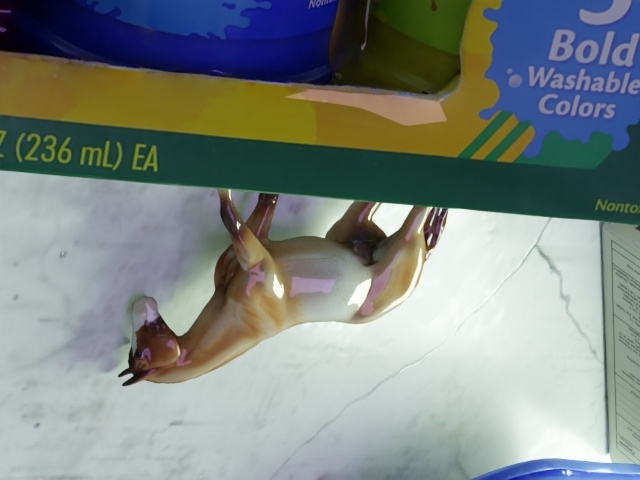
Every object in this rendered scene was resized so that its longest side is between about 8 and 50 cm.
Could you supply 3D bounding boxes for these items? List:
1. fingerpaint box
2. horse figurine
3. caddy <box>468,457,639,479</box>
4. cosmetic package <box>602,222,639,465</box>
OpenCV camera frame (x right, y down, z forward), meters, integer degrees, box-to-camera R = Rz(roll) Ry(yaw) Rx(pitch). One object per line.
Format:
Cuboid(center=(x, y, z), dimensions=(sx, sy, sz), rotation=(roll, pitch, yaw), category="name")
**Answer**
Cuboid(center=(-0.038, -0.214, 0.681), dimensions=(0.444, 0.163, 0.371), rotation=(5, 118, -14), category="fingerpaint box")
Cuboid(center=(0.000, 0.000, 1.113), dimensions=(0.263, 0.066, 0.174), rotation=(-12, 120, -37), category="horse figurine")
Cuboid(center=(0.156, 0.278, 1.396), dimensions=(0.241, 0.179, 0.341), rotation=(-43, 147, 26), category="caddy")
Cuboid(center=(0.332, 0.096, 1.457), dimensions=(0.129, 0.153, 0.296), rotation=(-33, 138, -23), category="cosmetic package")
